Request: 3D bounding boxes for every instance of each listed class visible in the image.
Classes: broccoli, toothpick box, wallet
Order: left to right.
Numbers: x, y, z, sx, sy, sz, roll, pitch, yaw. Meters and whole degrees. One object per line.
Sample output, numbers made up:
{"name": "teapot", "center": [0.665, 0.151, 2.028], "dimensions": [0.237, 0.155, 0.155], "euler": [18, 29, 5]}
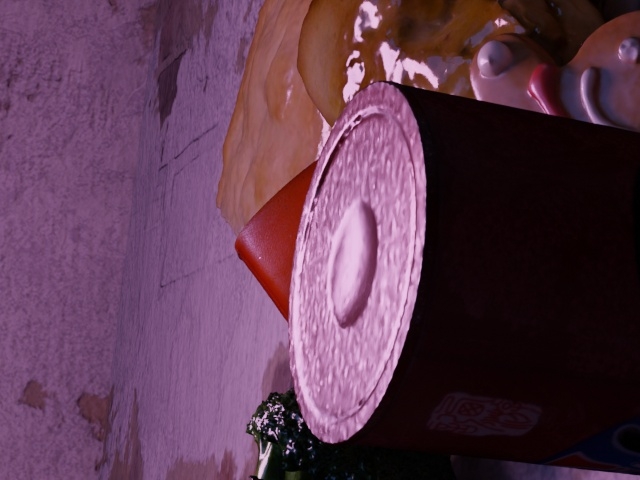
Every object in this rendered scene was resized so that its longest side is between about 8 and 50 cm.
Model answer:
{"name": "broccoli", "center": [-0.001, 0.274, 1.279], "dimensions": [0.297, 0.297, 0.297], "euler": [48, 161, 22]}
{"name": "wallet", "center": [0.000, 0.000, 1.284], "dimensions": [0.142, 0.045, 0.204], "euler": [-45, 26, 1]}
{"name": "toothpick box", "center": [0.170, 0.035, 0.809], "dimensions": [0.204, 0.333, 0.204], "euler": [-171, 90, -72]}

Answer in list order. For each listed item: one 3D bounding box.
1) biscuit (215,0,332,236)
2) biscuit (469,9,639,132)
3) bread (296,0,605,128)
{"name": "biscuit", "center": [-0.037, -0.168, 1.849], "dimensions": [0.429, 0.104, 0.446], "euler": [-121, 43, -63]}
{"name": "biscuit", "center": [0.158, -0.062, 1.084], "dimensions": [0.340, 0.047, 0.216], "euler": [-32, 69, 27]}
{"name": "bread", "center": [0.104, -0.175, 1.319], "dimensions": [0.370, 0.191, 0.314], "euler": [-104, 30, -46]}
